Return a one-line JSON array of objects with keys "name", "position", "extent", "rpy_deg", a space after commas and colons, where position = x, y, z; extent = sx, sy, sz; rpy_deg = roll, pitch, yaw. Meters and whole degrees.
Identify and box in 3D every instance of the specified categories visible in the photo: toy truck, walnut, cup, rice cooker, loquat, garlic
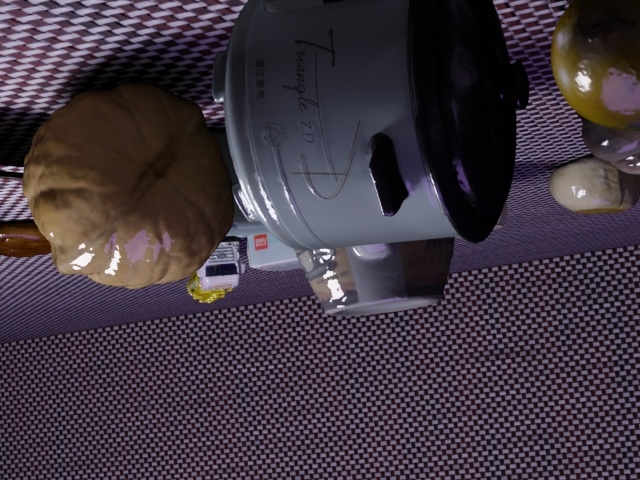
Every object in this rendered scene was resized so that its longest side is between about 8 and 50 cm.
[{"name": "toy truck", "position": [-0.216, 0.061, 2.371], "extent": [0.098, 0.114, 0.227], "rpy_deg": [-5, 171, -15]}, {"name": "walnut", "position": [-0.200, -0.054, 1.223], "extent": [0.225, 0.225, 0.261], "rpy_deg": [-4, 180, -22]}, {"name": "cup", "position": [0.058, -0.053, 1.307], "extent": [0.227, 0.257, 0.301], "rpy_deg": [-10, 170, 5]}, {"name": "rice cooker", "position": [0.056, -0.111, 0.954], "extent": [0.227, 0.241, 0.280], "rpy_deg": [-5, -151, 23]}, {"name": "loquat", "position": [0.287, -0.172, 1.072], "extent": [0.152, 0.152, 0.195], "rpy_deg": [-13, 162, 35]}, {"name": "garlic", "position": [0.381, -0.150, 1.331], "extent": [0.194, 0.131, 0.127], "rpy_deg": [-13, -161, 44]}]

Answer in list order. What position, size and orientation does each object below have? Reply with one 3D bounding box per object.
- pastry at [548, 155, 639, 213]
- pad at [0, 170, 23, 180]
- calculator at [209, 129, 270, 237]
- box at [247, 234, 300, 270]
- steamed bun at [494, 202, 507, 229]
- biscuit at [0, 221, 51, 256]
[{"name": "pastry", "position": [0.464, -0.092, 1.978], "extent": [0.156, 0.092, 0.156], "rpy_deg": [1, 173, 0]}, {"name": "pad", "position": [-0.416, -0.079, 1.334], "extent": [0.220, 0.004, 0.330], "rpy_deg": [9, -176, 43]}, {"name": "calculator", "position": [-0.101, -0.072, 1.437], "extent": [0.246, 0.141, 0.045], "rpy_deg": [-4, 158, -24]}, {"name": "box", "position": [0.000, 0.000, 2.251], "extent": [0.269, 0.079, 0.135], "rpy_deg": [-11, 170, 27]}, {"name": "steamed bun", "position": [0.217, -0.058, 1.948], "extent": [0.183, 0.106, 0.183], "rpy_deg": [-8, 176, -1]}, {"name": "biscuit", "position": [-0.515, 0.001, 1.960], "extent": [0.212, 0.036, 0.212], "rpy_deg": [-6, 172, -1]}]
